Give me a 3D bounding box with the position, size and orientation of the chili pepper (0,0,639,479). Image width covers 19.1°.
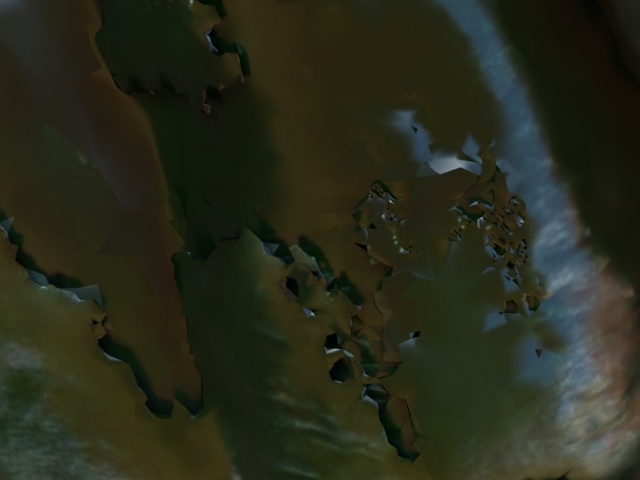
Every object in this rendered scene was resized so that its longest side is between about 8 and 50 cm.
[{"bbox_3d":[0.006,-0.057,0.505,0.248,0.233,0.257,-52,132,-49],"label":"chili pepper"}]
